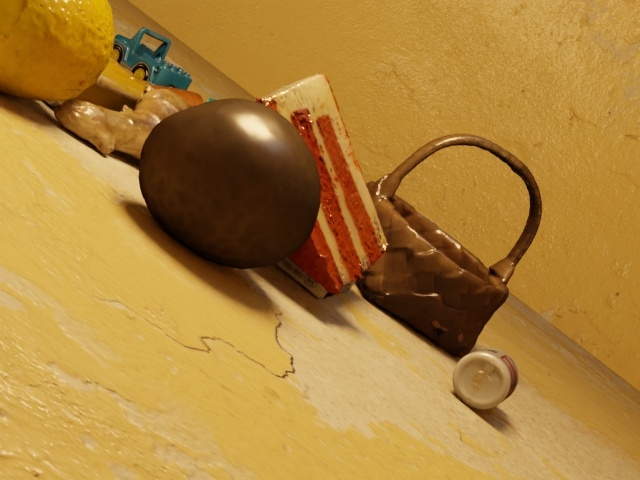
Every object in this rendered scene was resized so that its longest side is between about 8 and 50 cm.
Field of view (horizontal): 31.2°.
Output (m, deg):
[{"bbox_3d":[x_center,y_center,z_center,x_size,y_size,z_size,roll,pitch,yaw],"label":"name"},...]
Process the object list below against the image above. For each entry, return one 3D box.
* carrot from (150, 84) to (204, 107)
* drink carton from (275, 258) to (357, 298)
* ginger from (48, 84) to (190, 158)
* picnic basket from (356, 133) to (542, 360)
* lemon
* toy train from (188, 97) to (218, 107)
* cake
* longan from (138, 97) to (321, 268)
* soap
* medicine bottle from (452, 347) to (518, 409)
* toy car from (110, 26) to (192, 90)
[{"bbox_3d":[-0.279,-0.247,1.994,0.061,0.061,0.209,40,13,21],"label":"carrot"},{"bbox_3d":[-0.001,-0.001,1.621,0.134,0.102,0.222,36,8,9],"label":"drink carton"},{"bbox_3d":[-0.226,-0.142,1.537,0.333,0.081,0.148,3,76,-64],"label":"ginger"},{"bbox_3d":[0.208,-0.023,1.869,0.293,0.337,0.337,34,9,-21],"label":"picnic basket"},{"bbox_3d":[-0.337,-0.253,1.355,0.193,0.180,0.180,15,17,-23],"label":"lemon"},{"bbox_3d":[-0.141,-0.135,1.785,0.198,0.107,0.154,33,17,-22],"label":"toy train"},{"bbox_3d":[-0.005,-0.088,1.438,0.262,0.159,0.158,43,43,10],"label":"cake"},{"bbox_3d":[-0.098,-0.067,1.292,0.212,0.198,0.198,36,8,0],"label":"longan"},{"bbox_3d":[-0.325,-0.221,1.584,0.140,0.073,0.232,38,9,21],"label":"soap"},{"bbox_3d":[0.235,0.191,1.603,0.079,0.079,0.140,39,8,15],"label":"medicine bottle"},{"bbox_3d":[-0.321,-0.340,2.166,0.191,0.100,0.097,37,11,32],"label":"toy car"}]
